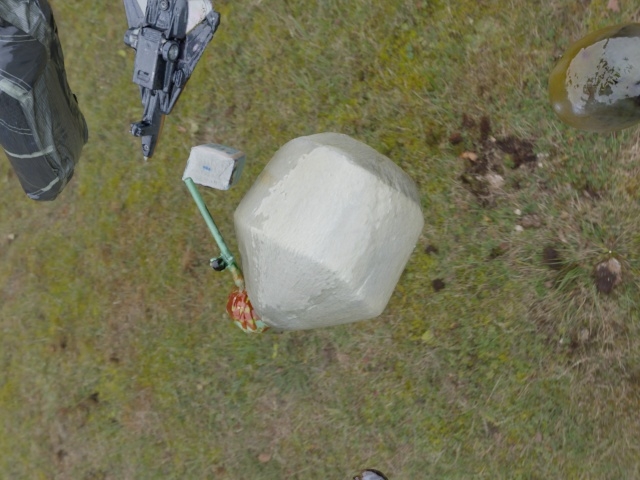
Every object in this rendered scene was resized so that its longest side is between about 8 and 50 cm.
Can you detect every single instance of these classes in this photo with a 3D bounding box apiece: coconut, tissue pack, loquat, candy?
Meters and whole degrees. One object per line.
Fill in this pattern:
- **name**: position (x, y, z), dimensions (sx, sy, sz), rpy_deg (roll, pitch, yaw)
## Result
- **coconut**: position (0.000, 0.000, 0.884), dimensions (0.238, 0.237, 0.265), rpy_deg (23, 80, 22)
- **tissue pack**: position (-0.157, -0.113, 0.995), dimensions (0.074, 0.094, 0.058), rpy_deg (16, 103, 3)
- **loquat**: position (0.490, -0.273, 1.105), dimensions (0.227, 0.179, 0.179), rpy_deg (172, 95, -65)
- **candy**: position (-0.130, 0.027, 0.956), dimensions (0.084, 0.078, 0.287), rpy_deg (0, 131, 27)

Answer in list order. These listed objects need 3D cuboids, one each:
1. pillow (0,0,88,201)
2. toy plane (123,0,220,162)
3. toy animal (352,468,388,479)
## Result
- **pillow**: position (-0.369, -0.180, 0.849), dimensions (0.093, 0.335, 0.161), rpy_deg (5, 61, -4)
- **toy plane**: position (-0.292, -0.284, 1.160), dimensions (0.204, 0.103, 0.316), rpy_deg (24, 108, 17)
- **toy animal**: position (0.123, 0.391, 0.915), dimensions (0.188, 0.089, 0.179), rpy_deg (14, 132, 25)
